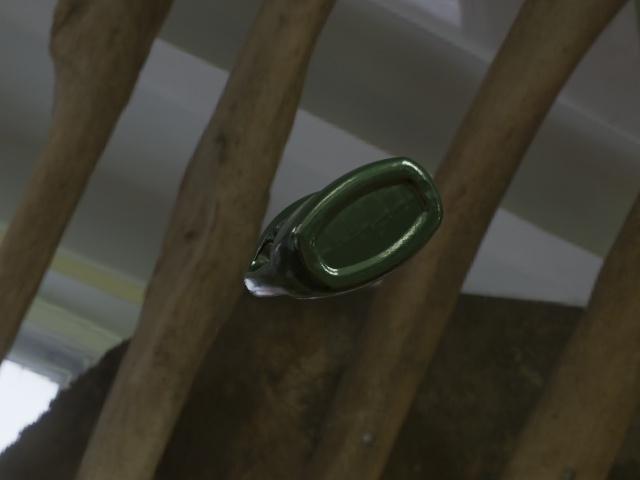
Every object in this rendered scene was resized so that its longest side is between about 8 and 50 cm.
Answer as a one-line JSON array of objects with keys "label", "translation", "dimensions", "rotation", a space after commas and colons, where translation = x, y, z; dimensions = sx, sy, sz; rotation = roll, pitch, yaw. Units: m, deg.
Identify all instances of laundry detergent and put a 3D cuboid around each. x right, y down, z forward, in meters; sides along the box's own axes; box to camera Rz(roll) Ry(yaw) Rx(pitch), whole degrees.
[{"label": "laundry detergent", "translation": [0.000, 0.000, 0.809], "dimensions": [0.078, 0.144, 0.221], "rotation": [58, -19, -6]}]
